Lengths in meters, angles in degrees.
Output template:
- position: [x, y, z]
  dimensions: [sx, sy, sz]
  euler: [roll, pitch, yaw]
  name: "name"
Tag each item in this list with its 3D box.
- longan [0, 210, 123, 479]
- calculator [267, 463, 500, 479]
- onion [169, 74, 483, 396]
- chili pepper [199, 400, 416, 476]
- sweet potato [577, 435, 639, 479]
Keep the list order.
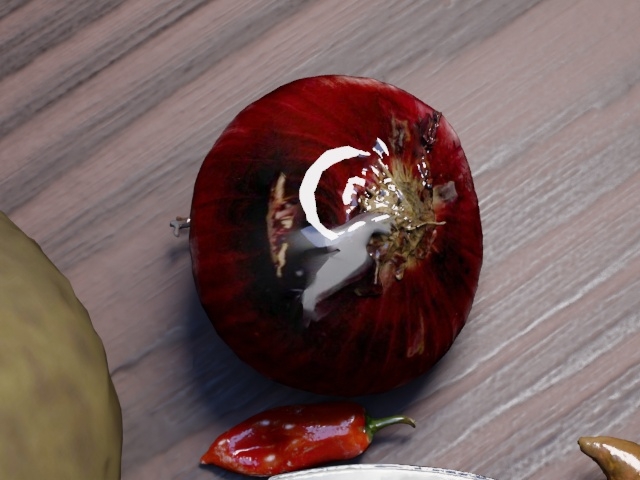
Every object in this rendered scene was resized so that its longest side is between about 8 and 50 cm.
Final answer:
- position: [-0.353, 0.161, 1.114]
  dimensions: [0.404, 0.404, 0.436]
  euler: [7, 46, 5]
  name: "longan"
- position: [0.081, 0.277, 1.216]
  dimensions: [0.268, 0.040, 0.177]
  euler: [5, 72, 4]
  name: "calculator"
- position: [0.000, 0.000, 1.245]
  dimensions: [0.273, 0.285, 0.273]
  euler: [6, 79, -34]
  name: "onion"
- position: [-0.013, 0.168, 1.250]
  dimensions: [0.191, 0.050, 0.059]
  euler: [-12, 85, 7]
  name: "chili pepper"
- position: [0.329, 0.301, 1.167]
  dimensions: [0.106, 0.095, 0.354]
  euler: [-21, 74, -9]
  name: "sweet potato"
